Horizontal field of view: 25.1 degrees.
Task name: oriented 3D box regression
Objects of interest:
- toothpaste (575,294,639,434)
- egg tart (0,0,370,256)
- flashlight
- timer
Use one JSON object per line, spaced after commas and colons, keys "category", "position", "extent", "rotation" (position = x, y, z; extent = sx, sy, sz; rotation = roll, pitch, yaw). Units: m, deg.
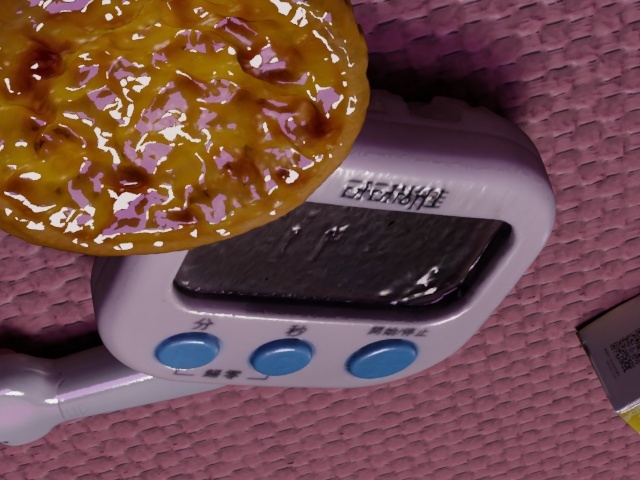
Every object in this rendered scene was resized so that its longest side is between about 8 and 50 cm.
{"category": "toothpaste", "position": [0.310, 0.152, 1.188], "extent": [0.071, 0.089, 0.313], "rotation": [-34, 139, 14]}
{"category": "egg tart", "position": [-0.088, -0.102, 0.671], "extent": [0.202, 0.147, 0.203], "rotation": [-11, 142, -9]}
{"category": "flashlight", "position": [-0.148, 0.091, 0.979], "extent": [0.200, 0.048, 0.093], "rotation": [-14, 149, -7]}
{"category": "timer", "position": [0.000, 0.001, 0.883], "extent": [0.262, 0.087, 0.237], "rotation": [5, 139, -26]}
